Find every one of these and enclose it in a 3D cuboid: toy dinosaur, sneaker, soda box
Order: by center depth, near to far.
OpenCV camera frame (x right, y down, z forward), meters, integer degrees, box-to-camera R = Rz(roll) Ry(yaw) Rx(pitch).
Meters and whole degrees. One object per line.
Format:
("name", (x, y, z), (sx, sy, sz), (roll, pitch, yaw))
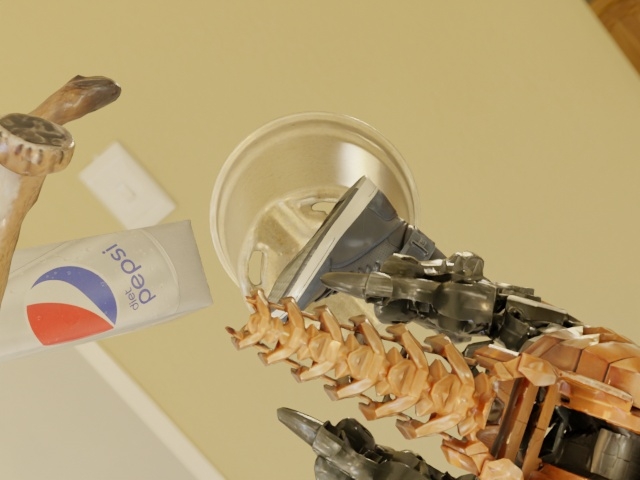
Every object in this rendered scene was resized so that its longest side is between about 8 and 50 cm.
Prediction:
("toy dinosaur", (0.102, 0.078, 0.419), (0.164, 0.322, 0.218), (-51, 31, -19))
("soda box", (-0.251, 0.055, 0.850), (0.286, 0.091, 0.098), (-12, -8, -35))
("sneaker", (0.052, 0.047, 1.012), (0.086, 0.163, 0.226), (-38, 9, 50))

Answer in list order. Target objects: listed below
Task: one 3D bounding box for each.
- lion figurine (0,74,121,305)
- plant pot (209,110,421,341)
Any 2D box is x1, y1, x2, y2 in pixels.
("lion figurine", (-0.200, 0.062, 0.319), (0.240, 0.142, 0.392), (-66, -11, 22))
("plant pot", (0.000, 0.000, 1.300), (0.334, 0.334, 0.305), (-39, 13, 7))
